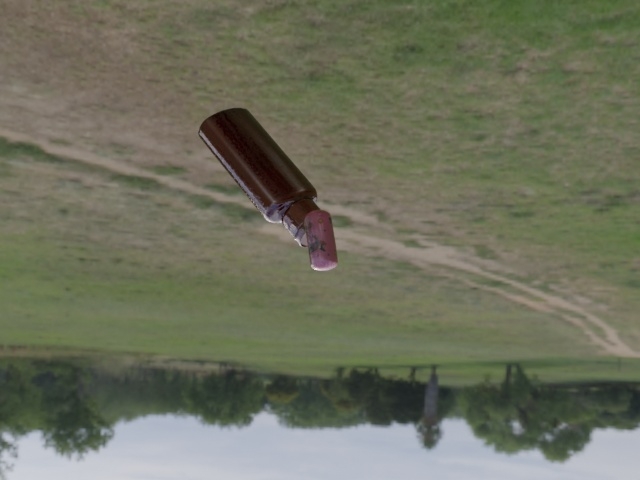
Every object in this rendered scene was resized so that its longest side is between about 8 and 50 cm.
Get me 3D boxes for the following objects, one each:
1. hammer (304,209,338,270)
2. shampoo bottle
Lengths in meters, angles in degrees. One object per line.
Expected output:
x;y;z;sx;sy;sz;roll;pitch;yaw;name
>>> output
0.000;0.000;1.095;0.043;0.083;0.043;-10;174;-1;hammer
-0.082;-0.100;1.257;0.102;0.260;0.064;-21;149;-37;shampoo bottle
